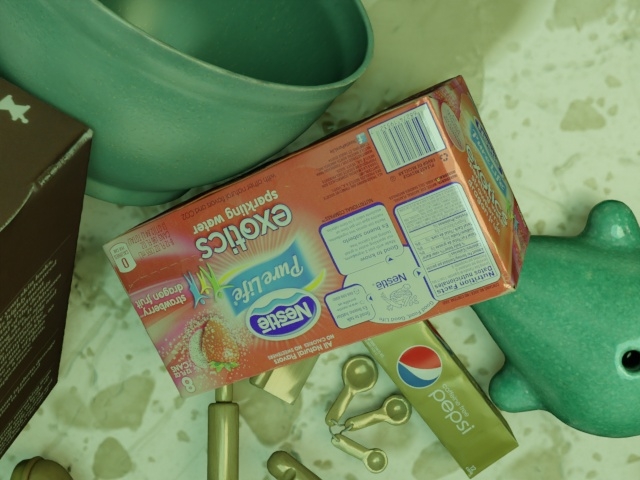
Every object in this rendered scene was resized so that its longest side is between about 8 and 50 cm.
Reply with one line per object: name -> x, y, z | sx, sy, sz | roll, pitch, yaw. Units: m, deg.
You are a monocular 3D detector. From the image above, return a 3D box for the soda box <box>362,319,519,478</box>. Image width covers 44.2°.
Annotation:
soda box -> 0.107, 0.131, 0.743 | 0.058, 0.061, 0.181 | -38, 96, 8

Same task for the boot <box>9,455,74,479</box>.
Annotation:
boot -> -0.142, 0.294, 0.779 | 0.269, 0.089, 0.236 | -15, 102, 2

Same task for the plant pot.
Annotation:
plant pot -> -0.134, -0.152, 0.617 | 0.293, 0.293, 0.196 | 38, 126, -4

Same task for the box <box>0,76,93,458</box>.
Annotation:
box -> -0.293, 0.065, 0.587 | 0.143, 0.191, 0.381 | 30, 139, -1

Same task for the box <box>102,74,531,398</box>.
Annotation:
box -> 0.000, 0.000, 0.645 | 0.300, 0.142, 0.154 | -23, 98, 25

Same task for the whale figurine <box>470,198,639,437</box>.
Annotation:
whale figurine -> 0.210, 0.062, 0.687 | 0.272, 0.141, 0.216 | 30, 100, 2

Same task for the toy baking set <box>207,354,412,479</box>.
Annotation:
toy baking set -> -0.012, 0.214, 0.740 | 0.197, 0.030, 0.256 | 4, 80, -2
